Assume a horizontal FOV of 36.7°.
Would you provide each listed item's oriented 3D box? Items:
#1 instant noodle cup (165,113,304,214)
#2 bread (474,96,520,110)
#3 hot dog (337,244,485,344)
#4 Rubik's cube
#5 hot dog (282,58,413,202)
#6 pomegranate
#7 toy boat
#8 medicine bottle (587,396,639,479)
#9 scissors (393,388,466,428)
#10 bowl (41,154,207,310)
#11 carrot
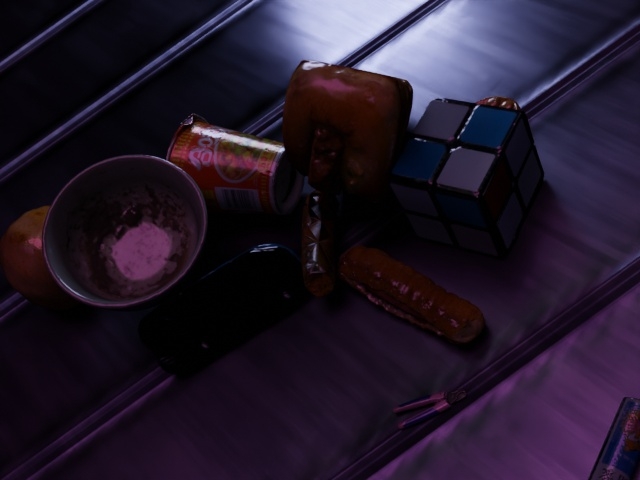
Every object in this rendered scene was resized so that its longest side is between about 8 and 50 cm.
[{"bbox_3d":[-0.149,-0.127,1.779,0.212,0.193,0.193,9,61,23],"label":"instant noodle cup"},{"bbox_3d":[0.302,-0.212,1.704,0.110,0.024,0.110,-14,50,18],"label":"bread"},{"bbox_3d":[0.138,0.081,1.546,0.289,0.068,0.083,28,66,40],"label":"hot dog"},{"bbox_3d":[0.238,-0.102,1.553,0.167,0.180,0.183,14,62,33],"label":"Rubik's cube"},{"bbox_3d":[0.050,-0.183,1.640,0.185,0.405,0.223,10,101,8],"label":"hot dog"},{"bbox_3d":[-0.502,0.034,1.812,0.207,0.207,0.207,-13,52,18],"label":"pomegranate"},{"bbox_3d":[-0.167,0.102,1.659,0.299,0.134,0.092,-31,20,1],"label":"toy boat"},{"bbox_3d":[0.387,0.299,1.272,0.051,0.051,0.191,16,66,35],"label":"medicine bottle"},{"bbox_3d":[0.165,0.247,1.445,0.113,0.012,0.039,-24,50,9],"label":"scissors"},{"bbox_3d":[-0.326,0.007,1.698,0.289,0.146,0.289,-3,66,6],"label":"bowl"},{"bbox_3d":[0.000,-0.001,1.655,0.069,0.069,0.228,-16,40,16],"label":"carrot"}]
